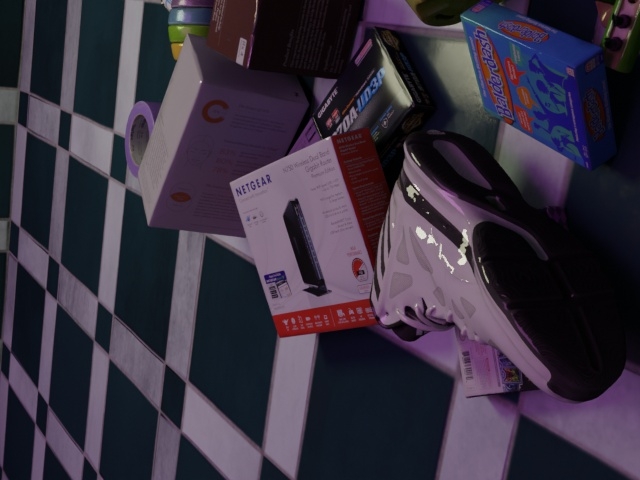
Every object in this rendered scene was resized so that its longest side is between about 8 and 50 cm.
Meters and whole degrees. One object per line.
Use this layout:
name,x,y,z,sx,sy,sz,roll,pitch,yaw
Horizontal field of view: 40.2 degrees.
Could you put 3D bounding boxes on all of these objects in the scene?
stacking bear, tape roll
stacking bear,-0.237,-0.406,1.837,0.175,0.164,0.289,16,108,55
tape roll,-0.409,-0.245,2.150,0.189,0.080,0.189,-1,88,57

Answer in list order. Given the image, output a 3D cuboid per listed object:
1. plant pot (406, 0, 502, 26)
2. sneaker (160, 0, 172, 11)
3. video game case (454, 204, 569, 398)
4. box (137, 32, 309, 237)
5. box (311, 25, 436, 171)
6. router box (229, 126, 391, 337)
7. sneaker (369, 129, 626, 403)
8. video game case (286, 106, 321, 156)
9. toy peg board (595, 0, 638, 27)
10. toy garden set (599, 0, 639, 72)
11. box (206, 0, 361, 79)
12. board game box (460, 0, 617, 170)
plant pot,0.158,-0.442,1.180,0.276,0.276,0.254,-41,68,48
sneaker,-0.306,-0.533,2.009,0.086,0.085,0.237,-42,48,16
video game case,0.261,0.090,1.190,0.210,0.041,0.232,-23,71,54
box,-0.199,-0.194,1.702,0.345,0.214,0.168,-61,35,35
box,0.082,-0.211,1.445,0.220,0.051,0.175,-50,50,42
router box,0.000,0.000,1.477,0.335,0.082,0.301,-17,91,55
sneaker,0.205,0.080,1.130,0.448,0.169,0.258,-117,34,-44
video game case,-0.010,-0.118,1.611,0.190,0.022,0.173,-53,49,41
toy peg board,0.356,-0.359,1.016,0.160,0.079,0.161,-28,68,53
toy garden set,0.416,-0.241,0.897,0.244,0.049,0.204,33,120,35
box,-0.063,-0.389,1.527,0.167,0.203,0.169,38,120,50
board game box,0.271,-0.198,1.095,0.210,0.047,0.160,44,165,48
